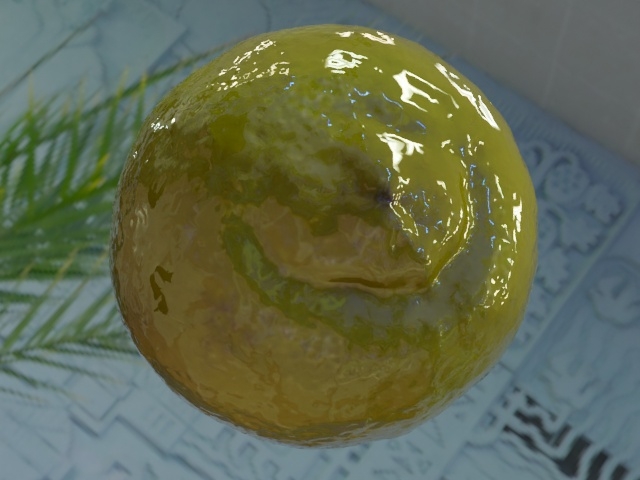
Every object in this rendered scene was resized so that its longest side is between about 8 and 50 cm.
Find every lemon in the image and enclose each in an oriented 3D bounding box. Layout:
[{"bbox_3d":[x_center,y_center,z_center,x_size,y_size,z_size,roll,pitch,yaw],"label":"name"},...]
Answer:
[{"bbox_3d":[0.000,0.000,0.887,0.348,0.348,0.348,35,-21,15],"label":"lemon"}]
